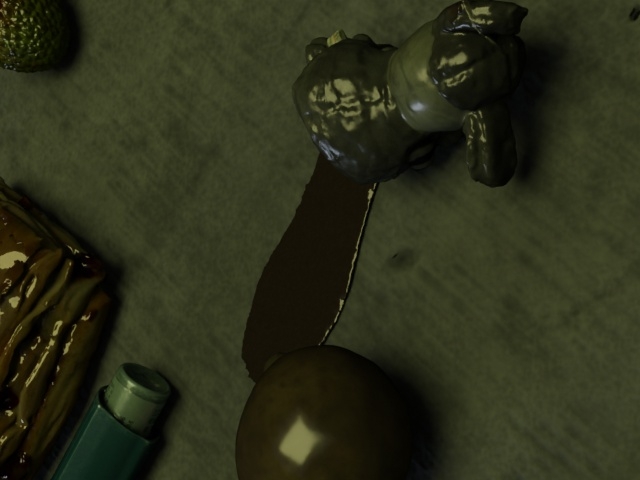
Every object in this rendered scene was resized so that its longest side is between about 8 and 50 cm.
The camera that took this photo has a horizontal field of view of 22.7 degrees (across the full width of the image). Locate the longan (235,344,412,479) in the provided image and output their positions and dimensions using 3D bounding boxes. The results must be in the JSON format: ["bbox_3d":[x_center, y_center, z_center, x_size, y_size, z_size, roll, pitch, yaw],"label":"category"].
[{"bbox_3d":[-0.004,0.181,1.475,0.185,0.159,0.204,-60,40,27],"label":"longan"}]

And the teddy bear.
[{"bbox_3d":[0.108,-0.127,1.455,0.251,0.144,0.171,-10,100,36],"label":"teddy bear"}]

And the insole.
[{"bbox_3d":[0.000,0.000,1.595,0.111,0.007,0.328,27,100,37],"label":"insole"}]

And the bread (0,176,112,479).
[{"bbox_3d":[-0.399,0.109,1.795,0.277,0.167,0.324,34,106,37],"label":"bread"}]

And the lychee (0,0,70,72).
[{"bbox_3d":[-0.355,-0.254,1.855,0.146,0.114,0.114,39,109,15],"label":"lychee"}]

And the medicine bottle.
[{"bbox_3d":[-0.258,0.243,1.709,0.124,0.079,0.258,34,105,8],"label":"medicine bottle"}]
